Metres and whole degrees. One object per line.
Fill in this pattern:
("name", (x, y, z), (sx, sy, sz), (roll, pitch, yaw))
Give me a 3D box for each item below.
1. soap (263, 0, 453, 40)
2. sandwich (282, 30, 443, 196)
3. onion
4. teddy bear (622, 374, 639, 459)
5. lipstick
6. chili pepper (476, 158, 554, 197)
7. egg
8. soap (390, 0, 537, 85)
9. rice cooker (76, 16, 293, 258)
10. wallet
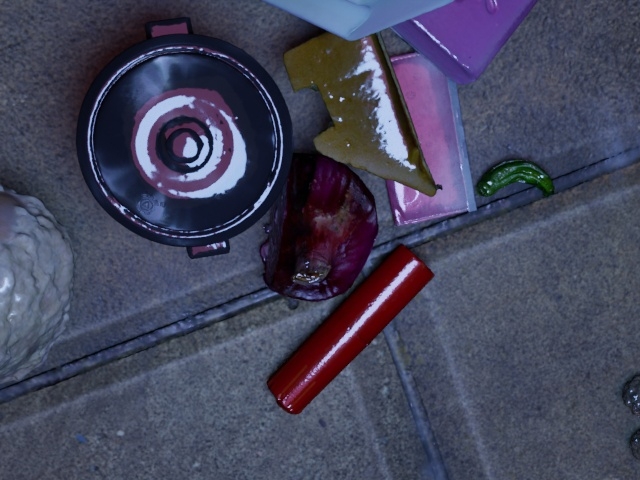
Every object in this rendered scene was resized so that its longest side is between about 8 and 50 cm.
("soap", (0.001, -0.366, 0.880), (0.347, 0.115, 0.208), (28, 75, 11))
("sandwich", (0.060, -0.154, 0.984), (0.128, 0.122, 0.235), (-18, 99, 18))
("onion", (0.000, 0.000, 0.971), (0.140, 0.218, 0.195), (15, 110, -13))
("teddy bear", (0.586, 0.278, 1.140), (0.252, 0.129, 0.181), (-6, 103, -5))
("lipstick", (0.040, 0.125, 1.076), (0.073, 0.073, 0.279), (44, 92, -12))
("chili pepper", (0.275, -0.088, 1.087), (0.118, 0.035, 0.055), (-1, 113, -16))
("egg", (-0.439, 0.059, 0.913), (0.311, 0.279, 0.279), (-30, 103, 12))
("soap", (0.202, -0.356, 0.990), (0.181, 0.081, 0.259), (40, 88, -12))
("rice cooker", (-0.158, -0.120, 0.927), (0.242, 0.227, 0.280), (-8, 101, -6))
("wallet", (0.139, -0.141, 1.062), (0.120, 0.025, 0.232), (-12, 101, -5))
